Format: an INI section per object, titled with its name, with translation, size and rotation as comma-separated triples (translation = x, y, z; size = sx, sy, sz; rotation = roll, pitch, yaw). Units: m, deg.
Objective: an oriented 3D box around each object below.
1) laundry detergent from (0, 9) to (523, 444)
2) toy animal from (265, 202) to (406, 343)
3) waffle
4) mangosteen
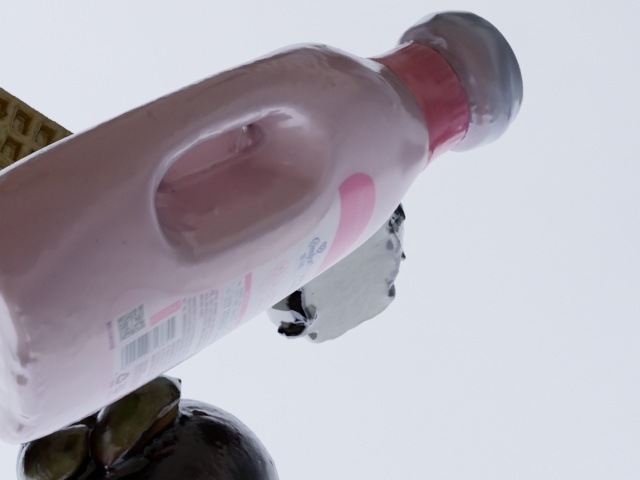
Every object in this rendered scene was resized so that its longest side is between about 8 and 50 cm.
[laundry detergent]
translation = -0.034, -0.028, 0.780
size = 0.335, 0.159, 0.088
rotation = -31, -124, -31
[toy animal]
translation = 0.000, 0.000, 1.785
size = 0.204, 0.208, 0.156
rotation = -28, -126, -17
[waffle]
translation = -0.306, -0.054, 1.485
size = 0.125, 0.032, 0.191
rotation = 34, -132, -31
[mangosteen]
translation = -0.205, 0.288, 1.706
size = 0.347, 0.307, 0.307
rotation = 59, -145, -14
